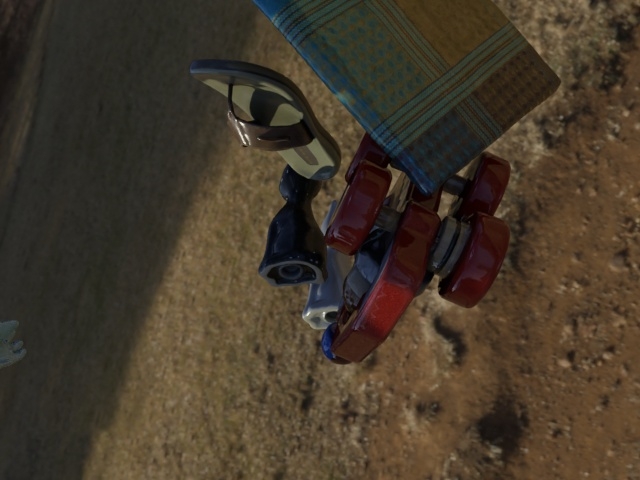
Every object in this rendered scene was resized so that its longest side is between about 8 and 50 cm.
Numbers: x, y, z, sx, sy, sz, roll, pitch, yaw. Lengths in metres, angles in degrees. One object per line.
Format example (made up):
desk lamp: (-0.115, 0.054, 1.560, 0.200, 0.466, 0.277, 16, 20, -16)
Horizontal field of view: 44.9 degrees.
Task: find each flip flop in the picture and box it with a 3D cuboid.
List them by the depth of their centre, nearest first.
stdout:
flip flop: (-0.064, -0.141, 0.995, 0.112, 0.277, 0.080, 9, 69, 33)

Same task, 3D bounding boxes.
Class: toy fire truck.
toy fire truck: (0.082, 0.015, 0.881, 0.302, 0.169, 0.254, -70, 4, -52)

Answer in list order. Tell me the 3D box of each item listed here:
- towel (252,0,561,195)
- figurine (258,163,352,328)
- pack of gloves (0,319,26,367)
towel: (0.072, -0.249, 0.843, 0.271, 0.370, 0.040, -38, -3, -32)
figurine: (0.000, 0.000, 1.156, 0.092, 0.215, 0.209, -13, 51, 23)
pack of gloves: (-0.545, 0.116, 1.210, 0.046, 0.195, 0.232, -41, 3, 0)
